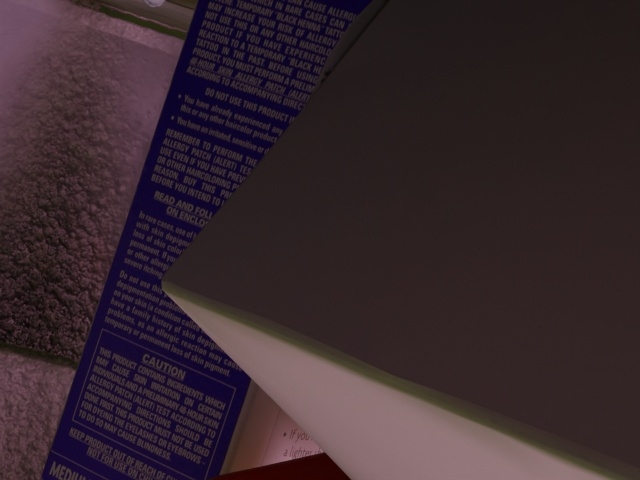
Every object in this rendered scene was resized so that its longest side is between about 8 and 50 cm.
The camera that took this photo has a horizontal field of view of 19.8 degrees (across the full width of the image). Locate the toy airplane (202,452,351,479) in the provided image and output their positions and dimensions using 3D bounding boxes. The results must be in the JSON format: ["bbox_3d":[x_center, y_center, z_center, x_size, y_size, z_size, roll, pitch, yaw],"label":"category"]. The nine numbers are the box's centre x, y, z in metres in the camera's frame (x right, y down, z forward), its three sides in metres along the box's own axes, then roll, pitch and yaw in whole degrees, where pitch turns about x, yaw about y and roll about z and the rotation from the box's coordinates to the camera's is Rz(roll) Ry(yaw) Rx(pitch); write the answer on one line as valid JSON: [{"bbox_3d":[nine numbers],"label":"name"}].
[{"bbox_3d":[0.170,0.190,0.800,0.384,0.272,0.386,30,-155,29],"label":"toy airplane"}]

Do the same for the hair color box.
[{"bbox_3d":[0.000,0.000,0.890,0.110,0.339,0.185,22,-175,32],"label":"hair color box"}]

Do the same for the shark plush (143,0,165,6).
[{"bbox_3d":[-0.108,-0.184,1.122,0.073,0.067,0.161,17,-178,-3],"label":"shark plush"}]

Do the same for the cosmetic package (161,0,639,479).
[{"bbox_3d":[0.159,0.016,0.468,0.385,0.217,0.156,21,157,53],"label":"cosmetic package"}]
